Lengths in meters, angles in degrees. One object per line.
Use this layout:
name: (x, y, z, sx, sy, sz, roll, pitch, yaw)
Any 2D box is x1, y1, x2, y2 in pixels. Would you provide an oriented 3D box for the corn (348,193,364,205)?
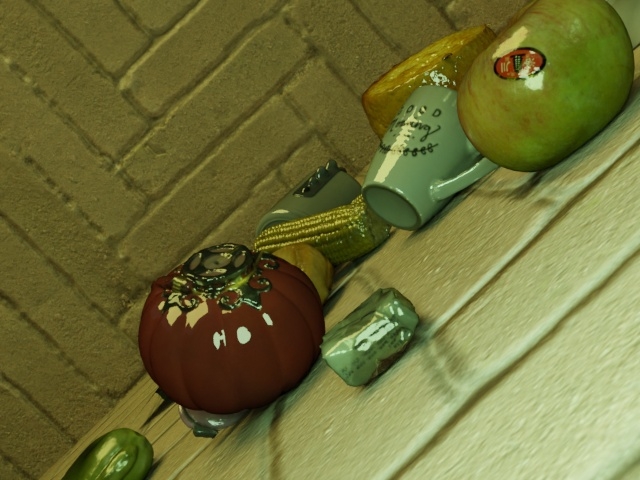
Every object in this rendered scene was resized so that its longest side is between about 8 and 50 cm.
corn: (0.164, -0.115, 2.049, 0.288, 0.086, 0.086, -42, 5, -16)

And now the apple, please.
apple: (0.316, -0.223, 1.191, 0.261, 0.194, 0.261, -44, 3, 3)

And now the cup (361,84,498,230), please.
cup: (0.216, -0.143, 1.560, 0.258, 0.186, 0.234, 6, 54, 46)

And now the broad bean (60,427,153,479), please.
broad bean: (-0.453, 0.491, 1.744, 0.291, 0.119, 0.238, -44, 14, 26)

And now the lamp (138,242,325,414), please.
lamp: (-0.142, 0.140, 1.364, 0.303, 0.257, 0.303, -7, 29, 4)

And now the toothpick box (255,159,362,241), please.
toothpick box: (-0.005, -0.065, 2.128, 0.229, 0.229, 0.316, -39, 7, 42)

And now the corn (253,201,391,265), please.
corn: (0.000, 0.000, 1.864, 0.344, 0.131, 0.131, -15, 24, 41)

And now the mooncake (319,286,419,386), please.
mooncake: (0.067, 0.117, 1.051, 0.125, 0.073, 0.130, -40, 8, 5)

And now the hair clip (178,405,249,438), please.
hair clip: (-0.151, 0.191, 1.521, 0.095, 0.110, 0.358, -31, 34, 39)

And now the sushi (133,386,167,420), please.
sushi: (-0.375, 0.350, 2.462, 0.343, 0.064, 0.359, -50, 5, 39)

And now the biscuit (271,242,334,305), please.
biscuit: (-0.102, 0.126, 1.726, 0.296, 0.102, 0.296, -39, 25, 23)

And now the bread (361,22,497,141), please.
bread: (0.278, -0.334, 1.983, 0.398, 0.215, 0.398, -30, 16, 9)

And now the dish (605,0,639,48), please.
dish: (0.513, -0.382, 1.510, 0.236, 0.086, 0.228, -40, 7, 29)
